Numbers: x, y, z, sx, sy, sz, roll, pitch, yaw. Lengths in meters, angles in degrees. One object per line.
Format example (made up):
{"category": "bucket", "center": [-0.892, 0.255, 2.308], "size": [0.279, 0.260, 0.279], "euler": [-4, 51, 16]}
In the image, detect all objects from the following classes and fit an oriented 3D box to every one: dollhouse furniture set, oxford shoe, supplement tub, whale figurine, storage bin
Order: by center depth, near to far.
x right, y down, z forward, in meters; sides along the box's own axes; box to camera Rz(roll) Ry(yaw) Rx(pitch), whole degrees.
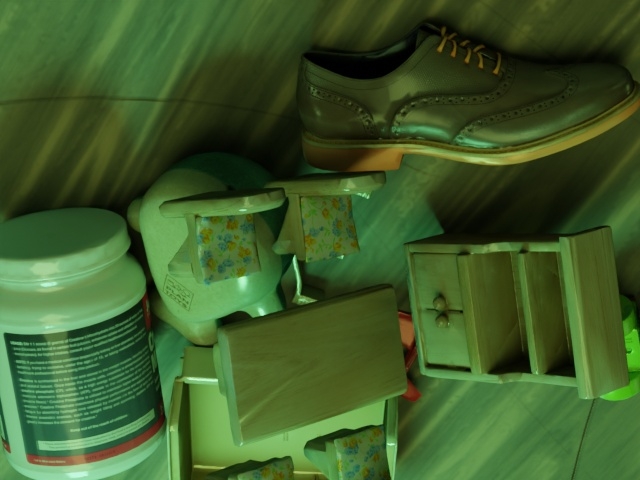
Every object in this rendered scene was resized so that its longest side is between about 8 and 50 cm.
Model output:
{"category": "dollhouse furniture set", "center": [0.084, 0.105, 1.647], "size": [0.256, 0.394, 0.362], "euler": [0, 100, 51]}
{"category": "oxford shoe", "center": [0.152, -0.158, 1.687], "size": [0.364, 0.130, 0.132], "euler": [-7, 116, 6]}
{"category": "whale figurine", "center": [-0.116, 0.010, 1.817], "size": [0.216, 0.141, 0.272], "euler": [35, 144, 10]}
{"category": "supplement tub", "center": [-0.283, 0.117, 1.825], "size": [0.191, 0.191, 0.272], "euler": [-4, 111, 5]}
{"category": "storage bin", "center": [-0.043, 0.253, 1.931], "size": [0.262, 0.123, 0.260], "euler": [4, 137, 1]}

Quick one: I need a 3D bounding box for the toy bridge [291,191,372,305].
{"category": "toy bridge", "center": [0.000, 0.000, 1.853], "size": [0.063, 0.026, 0.188], "euler": [19, 122, -7]}

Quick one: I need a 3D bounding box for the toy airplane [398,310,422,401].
{"category": "toy airplane", "center": [0.109, 0.134, 1.935], "size": [0.151, 0.028, 0.151], "euler": [2, 122, 3]}

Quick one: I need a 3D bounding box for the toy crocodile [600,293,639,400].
{"category": "toy crocodile", "center": [0.397, 0.099, 1.866], "size": [0.341, 0.105, 0.115], "euler": [-12, 122, 16]}
